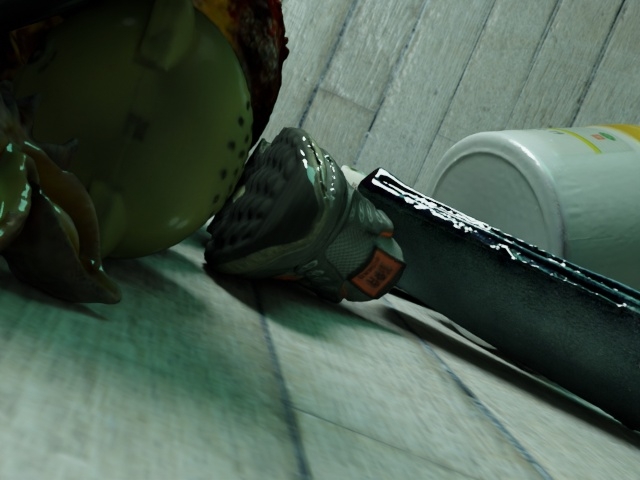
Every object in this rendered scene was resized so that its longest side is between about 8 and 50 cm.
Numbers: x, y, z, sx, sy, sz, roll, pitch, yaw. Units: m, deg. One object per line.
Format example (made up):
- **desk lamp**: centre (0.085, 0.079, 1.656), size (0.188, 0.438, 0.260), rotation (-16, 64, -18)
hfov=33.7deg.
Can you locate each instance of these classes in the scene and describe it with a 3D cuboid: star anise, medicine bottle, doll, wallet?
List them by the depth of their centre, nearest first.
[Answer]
- **star anise**: centre (-0.242, -0.023, 0.526), size (0.227, 0.219, 0.148), rotation (-17, 24, 23)
- **doll**: centre (-0.132, -0.078, 0.750), size (0.161, 0.177, 0.260), rotation (21, 1, -8)
- **wallet**: centre (0.199, 0.066, 0.987), size (0.379, 0.046, 0.191), rotation (29, -26, 29)
- **medicine bottle**: centre (0.266, -0.009, 1.176), size (0.231, 0.238, 0.238), rotation (-5, 20, -32)

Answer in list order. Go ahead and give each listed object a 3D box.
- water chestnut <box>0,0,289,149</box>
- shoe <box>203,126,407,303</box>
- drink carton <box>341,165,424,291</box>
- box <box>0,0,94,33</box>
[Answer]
- **water chestnut**: centre (-0.201, -0.168, 1.001), size (0.350, 0.350, 0.302), rotation (22, 47, -14)
- **shoe**: centre (0.000, 0.000, 0.924), size (0.171, 0.132, 0.336), rotation (32, 0, -10)
- **drink carton**: centre (0.176, 0.024, 1.396), size (0.324, 0.132, 0.194), rotation (20, 6, -22)
- **box**: centre (-0.168, -0.191, 0.666), size (0.359, 0.091, 0.350), rotation (-24, 15, -23)
